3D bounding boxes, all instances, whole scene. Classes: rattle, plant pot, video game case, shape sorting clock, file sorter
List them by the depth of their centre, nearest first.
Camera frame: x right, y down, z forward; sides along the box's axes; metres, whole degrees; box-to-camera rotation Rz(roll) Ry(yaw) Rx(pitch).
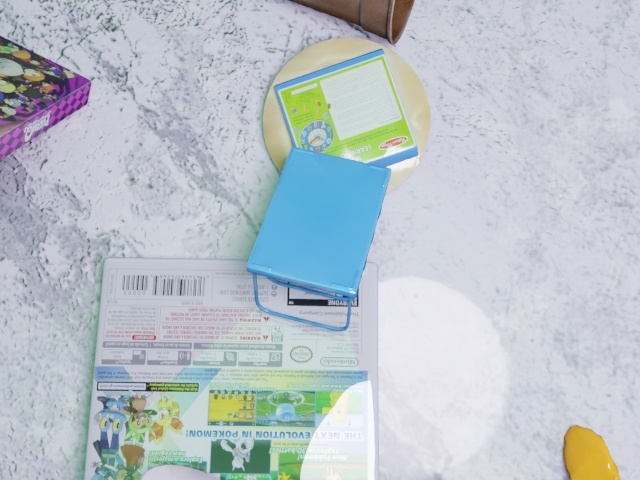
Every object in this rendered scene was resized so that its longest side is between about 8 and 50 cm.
[{"bbox_3d":[0.000,0.000,0.963,0.118,0.104,0.170,14,58,7],"label":"file sorter"},{"bbox_3d":[-0.413,-0.176,0.973,0.210,0.232,0.041,27,123,4],"label":"video game case"},{"bbox_3d":[0.377,0.316,0.983,0.200,0.142,0.130,14,113,-13],"label":"rattle"},{"bbox_3d":[-0.097,0.169,0.984,0.329,0.036,0.299,1,74,-1],"label":"video game case"},{"bbox_3d":[0.032,-0.338,1.027,0.165,0.167,0.166,16,81,9],"label":"plant pot"},{"bbox_3d":[0.032,-0.147,1.048,0.206,0.040,0.206,0,84,4],"label":"shape sorting clock"}]

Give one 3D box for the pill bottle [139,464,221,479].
[{"bbox_3d":[-0.183,0.397,0.851,0.182,0.181,0.322,26,99,4],"label":"pill bottle"}]
